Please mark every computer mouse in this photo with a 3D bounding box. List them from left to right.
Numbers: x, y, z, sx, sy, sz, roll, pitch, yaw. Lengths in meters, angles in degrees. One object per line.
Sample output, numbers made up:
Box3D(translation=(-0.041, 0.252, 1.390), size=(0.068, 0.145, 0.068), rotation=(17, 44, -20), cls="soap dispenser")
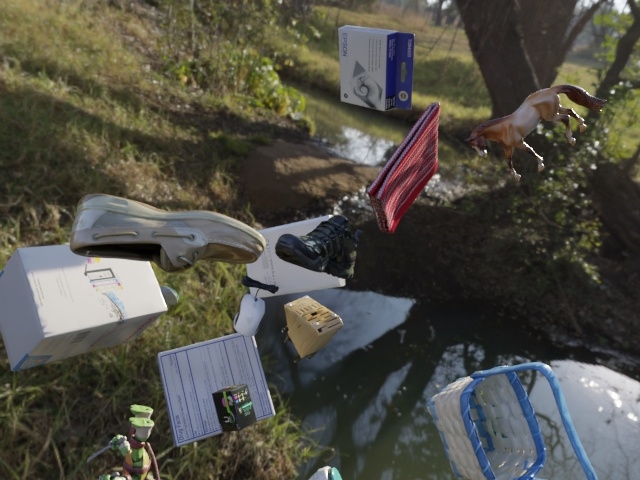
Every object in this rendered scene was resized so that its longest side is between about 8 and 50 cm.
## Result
Box3D(translation=(-0.175, 0.172, 1.366), size=(0.106, 0.042, 0.193), rotation=(25, 39, -13), cls="computer mouse")

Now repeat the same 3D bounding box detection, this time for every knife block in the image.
Box3D(translation=(-0.027, 0.308, 1.585), size=(0.088, 0.242, 0.276), rotation=(-21, 24, -26), cls="knife block")

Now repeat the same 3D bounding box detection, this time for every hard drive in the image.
Box3D(translation=(-0.086, 0.053, 1.512), size=(0.308, 0.203, 0.040), rotation=(-11, -2, 28), cls="hard drive")

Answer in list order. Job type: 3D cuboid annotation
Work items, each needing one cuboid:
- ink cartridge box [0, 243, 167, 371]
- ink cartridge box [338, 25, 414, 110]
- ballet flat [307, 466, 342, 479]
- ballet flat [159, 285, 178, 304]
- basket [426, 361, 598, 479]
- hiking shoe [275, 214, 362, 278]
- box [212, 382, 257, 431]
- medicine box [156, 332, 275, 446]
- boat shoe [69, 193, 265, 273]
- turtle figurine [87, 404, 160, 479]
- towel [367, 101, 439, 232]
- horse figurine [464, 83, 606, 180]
Box3D(translation=(-0.450, 0.113, 0.966), size=(0.233, 0.171, 0.168), rotation=(-7, 66, -51), cls="ink cartridge box")
Box3D(translation=(0.156, -0.489, 1.474), size=(0.224, 0.223, 0.045), rotation=(20, 43, 29), cls="ink cartridge box")
Box3D(translation=(0.062, 0.841, 1.430), size=(0.139, 0.139, 0.400), rotation=(-10, 68, -47), cls="ballet flat")
Box3D(translation=(-0.537, 0.179, 1.659), size=(0.213, 0.072, 0.068), rotation=(10, 34, 43), cls="ballet flat")
Box3D(translation=(0.378, 0.374, 1.043), size=(0.201, 0.254, 0.289), rotation=(-18, -2, -34), cls="basket")
Box3D(translation=(0.000, 0.000, 0.949), size=(0.086, 0.114, 0.227), rotation=(17, -2, 32), cls="hiking shoe")
Box3D(translation=(-0.180, 0.350, 1.079), size=(0.062, 0.083, 0.052), rotation=(-19, -5, 34), cls="box")
Box3D(translation=(-0.315, 0.439, 1.533), size=(0.289, 0.149, 0.263), rotation=(-12, 71, -19), cls="medicine box")
Box3D(translation=(-0.238, 0.008, 0.832), size=(0.302, 0.109, 0.098), rotation=(12, 58, -23), cls="boat shoe")
Box3D(translation=(-0.622, 0.650, 1.572), size=(0.275, 0.266, 0.198), rotation=(18, 2, 12), cls="turtle figurine")
Box3D(translation=(0.166, -0.121, 0.971), size=(0.031, 0.198, 0.275), rotation=(34, -4, 16), cls="towel")
Box3D(translation=(0.464, -0.247, 1.111), size=(0.174, 0.263, 0.066), rotation=(44, 21, -17), cls="horse figurine")
